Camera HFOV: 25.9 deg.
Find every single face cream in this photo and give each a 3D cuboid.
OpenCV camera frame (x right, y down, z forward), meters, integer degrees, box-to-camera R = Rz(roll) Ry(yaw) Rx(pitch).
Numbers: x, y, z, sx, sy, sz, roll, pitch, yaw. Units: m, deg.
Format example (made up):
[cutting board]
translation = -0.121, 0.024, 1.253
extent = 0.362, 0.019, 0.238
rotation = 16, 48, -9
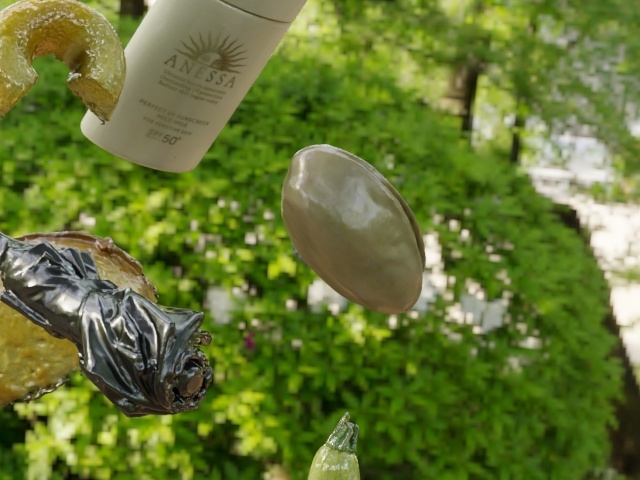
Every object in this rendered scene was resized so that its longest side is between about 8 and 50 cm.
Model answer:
[face cream]
translation = -0.145, -0.239, 1.724
extent = 0.173, 0.348, 0.081
rotation = 18, 34, -34

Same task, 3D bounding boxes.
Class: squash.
[squash]
translation = 0.021, 0.324, 1.743
extent = 0.094, 0.224, 0.094
rotation = 4, 11, -1

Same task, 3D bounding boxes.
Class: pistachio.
[pistachio]
translation = 0.038, -0.013, 1.584
extent = 0.136, 0.226, 0.136
rotation = -34, 21, 15

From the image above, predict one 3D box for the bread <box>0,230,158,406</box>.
[bread]
translation = -0.320, 0.081, 1.519
extent = 0.260, 0.147, 0.160
rotation = -20, 22, 20

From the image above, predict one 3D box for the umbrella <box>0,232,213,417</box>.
[umbrella]
translation = -0.234, 0.056, 1.288
extent = 0.340, 0.118, 0.118
rotation = 29, 22, 30

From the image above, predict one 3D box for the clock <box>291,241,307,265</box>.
[clock]
translation = 0.000, 0.000, 1.990
extent = 0.085, 0.085, 0.017
rotation = 1, -21, -18

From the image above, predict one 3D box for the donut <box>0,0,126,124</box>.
[donut]
translation = -0.296, -0.202, 1.520
extent = 0.181, 0.146, 0.078
rotation = -4, -15, -27
